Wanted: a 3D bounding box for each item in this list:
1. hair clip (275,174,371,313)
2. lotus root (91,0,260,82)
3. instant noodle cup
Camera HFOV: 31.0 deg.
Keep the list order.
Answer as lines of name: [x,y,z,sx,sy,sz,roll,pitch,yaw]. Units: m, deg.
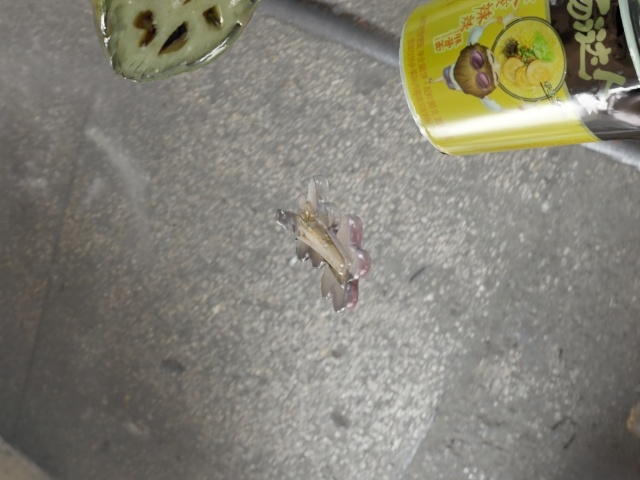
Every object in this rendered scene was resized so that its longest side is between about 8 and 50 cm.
hair clip: [0.007,0.001,1.671,0.257,0.075,0.146,47,126,49]
lotus root: [-0.130,-0.232,0.990,0.078,0.203,0.183,42,130,21]
instant noodle cup: [0.208,-0.172,1.048,0.236,0.215,0.215,-10,111,33]
